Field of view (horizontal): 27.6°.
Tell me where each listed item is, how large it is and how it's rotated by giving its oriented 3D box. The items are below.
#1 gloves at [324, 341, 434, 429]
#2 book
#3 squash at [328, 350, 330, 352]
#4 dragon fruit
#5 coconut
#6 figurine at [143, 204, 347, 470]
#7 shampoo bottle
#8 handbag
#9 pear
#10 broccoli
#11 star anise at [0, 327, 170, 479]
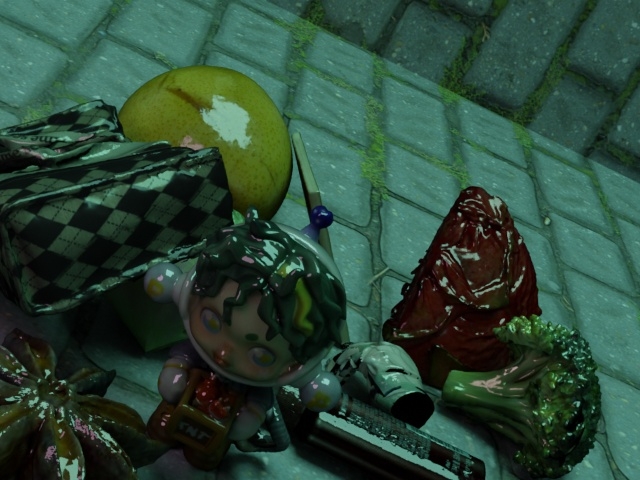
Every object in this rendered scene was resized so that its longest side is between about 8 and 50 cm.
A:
[{"bbox_3d":[0.088,0.196,1.922,0.127,0.111,0.212,15,23,-33],"label":"gloves"},{"bbox_3d":[0.000,0.000,2.072,0.020,0.295,0.208,-14,32,-3],"label":"book"},{"bbox_3d":[-0.069,0.110,1.988,0.200,0.075,0.090,40,34,-33],"label":"squash"},{"bbox_3d":[0.209,0.071,2.150,0.240,0.330,0.302,18,16,35],"label":"dragon fruit"},{"bbox_3d":[-0.203,0.047,1.802,0.204,0.236,0.236,15,21,12],"label":"coconut"},{"bbox_3d":[-0.100,0.123,1.530,0.261,0.382,0.186,25,36,-8],"label":"figurine"},{"bbox_3d":[0.066,0.275,1.783,0.323,0.084,0.129,26,17,-5],"label":"shampoo bottle"},{"bbox_3d":[-0.322,-0.068,1.670,0.317,0.180,0.416,-23,25,-27],"label":"handbag"},{"bbox_3d":[-0.193,-0.133,2.089,0.314,0.314,0.314,24,23,-11],"label":"pear"},{"bbox_3d":[0.311,0.243,2.009,0.243,0.263,0.247,4,53,13],"label":"broccoli"},{"bbox_3d":[-0.321,0.209,1.449,0.332,0.117,0.331,32,19,-13],"label":"star anise"}]
